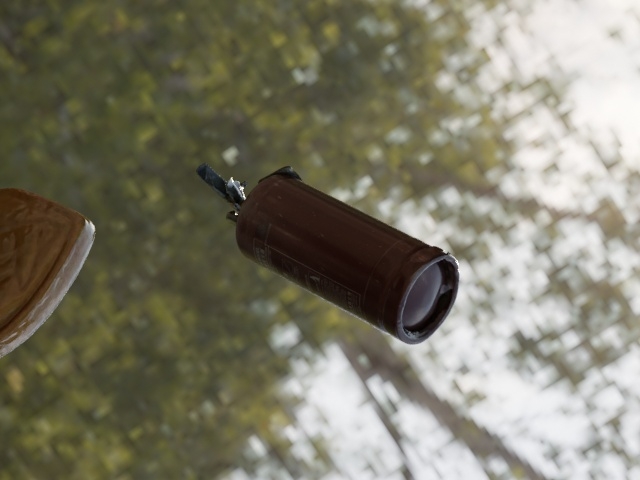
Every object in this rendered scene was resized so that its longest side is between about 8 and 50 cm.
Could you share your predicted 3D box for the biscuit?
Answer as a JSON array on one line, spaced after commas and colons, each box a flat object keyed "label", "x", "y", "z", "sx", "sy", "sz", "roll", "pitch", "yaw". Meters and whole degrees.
[{"label": "biscuit", "x": -0.270, "y": 0.032, "z": 1.532, "sx": 0.220, "sy": 0.029, "sz": 0.142, "roll": -16, "pitch": -120, "yaw": 24}]

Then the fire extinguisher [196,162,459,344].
[{"label": "fire extinguisher", "x": 0.000, "y": 0.000, "z": 1.890, "sx": 0.269, "sy": 0.105, "sz": 0.105, "roll": 28, "pitch": -125, "yaw": 33}]
